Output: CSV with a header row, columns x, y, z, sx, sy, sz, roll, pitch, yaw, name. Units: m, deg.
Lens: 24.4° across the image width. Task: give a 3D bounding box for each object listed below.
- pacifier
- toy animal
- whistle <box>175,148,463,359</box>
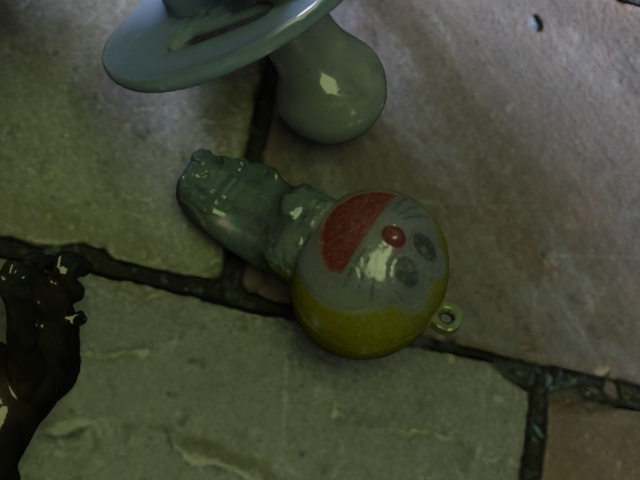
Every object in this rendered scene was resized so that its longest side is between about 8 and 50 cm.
x,y,z,sx,sy,sz,roll,pitch,yaw,name
-0.014,-0.166,1.014,0.287,0.238,0.226,-82,149,-48,pacifier
-0.203,0.103,0.908,0.084,0.148,0.233,9,69,26,toy animal
0.000,0.000,1.008,0.223,0.123,0.123,31,66,10,whistle
